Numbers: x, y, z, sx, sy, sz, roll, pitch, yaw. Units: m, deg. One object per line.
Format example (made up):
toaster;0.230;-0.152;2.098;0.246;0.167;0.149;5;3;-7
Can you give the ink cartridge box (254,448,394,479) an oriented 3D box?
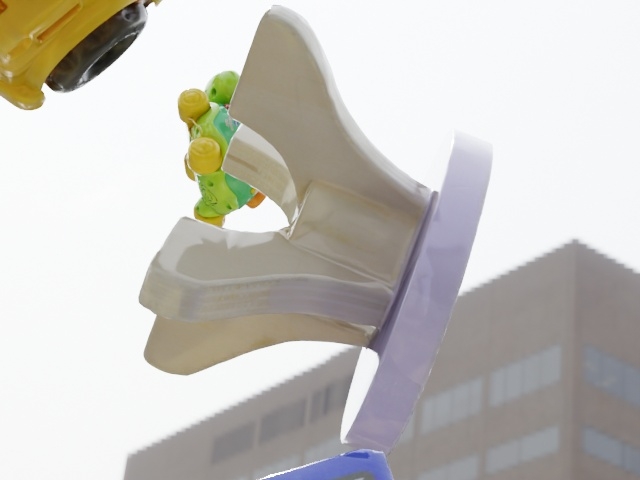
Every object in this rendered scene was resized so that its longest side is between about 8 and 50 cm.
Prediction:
ink cartridge box;0.008;0.270;0.562;0.151;0.270;0.395;-15;-47;-8

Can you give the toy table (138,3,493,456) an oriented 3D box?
toy table;0.000;0.000;0.929;0.161;0.274;0.252;22;-74;1

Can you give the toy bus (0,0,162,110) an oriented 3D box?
toy bus;-0.137;-0.198;0.854;0.149;0.220;0.211;48;-7;0

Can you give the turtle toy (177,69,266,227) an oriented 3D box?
turtle toy;-0.072;-0.075;1.160;0.066;0.130;0.095;-9;-35;-6
